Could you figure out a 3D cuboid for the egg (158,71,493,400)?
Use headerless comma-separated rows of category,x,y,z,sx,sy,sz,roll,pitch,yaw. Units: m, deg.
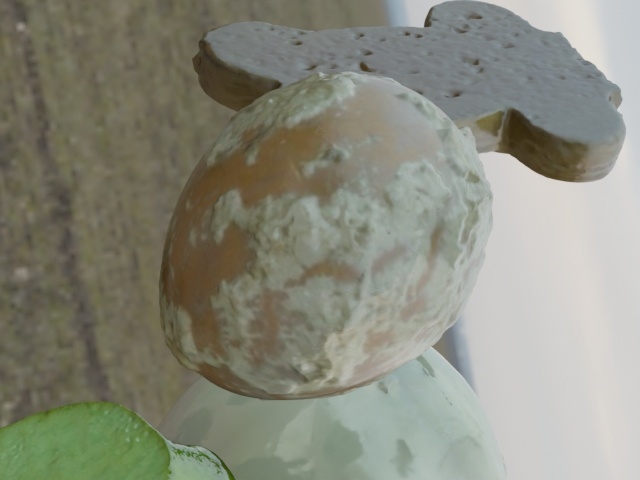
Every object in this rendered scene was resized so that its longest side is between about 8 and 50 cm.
egg,0.000,0.000,1.183,0.203,0.245,0.203,47,5,-5

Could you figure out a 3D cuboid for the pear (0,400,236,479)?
pear,-0.180,0.254,1.385,0.292,0.292,0.159,-96,161,-48

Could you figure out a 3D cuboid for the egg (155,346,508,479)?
egg,-0.004,0.218,1.656,0.283,0.345,0.283,-12,90,-86

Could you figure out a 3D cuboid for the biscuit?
biscuit,0.101,-0.136,1.819,0.368,0.394,0.076,-128,-145,-52
